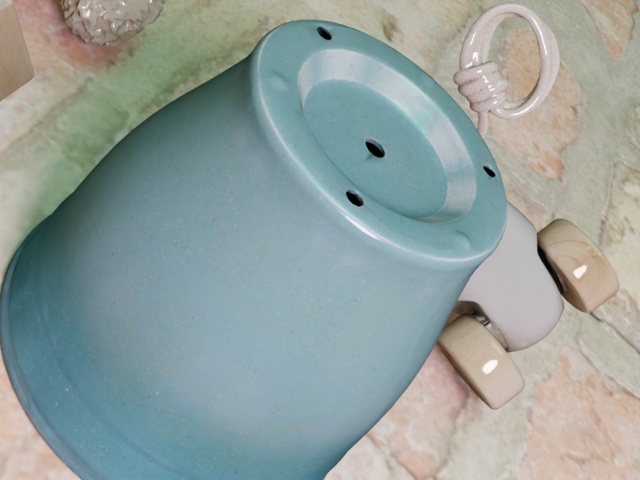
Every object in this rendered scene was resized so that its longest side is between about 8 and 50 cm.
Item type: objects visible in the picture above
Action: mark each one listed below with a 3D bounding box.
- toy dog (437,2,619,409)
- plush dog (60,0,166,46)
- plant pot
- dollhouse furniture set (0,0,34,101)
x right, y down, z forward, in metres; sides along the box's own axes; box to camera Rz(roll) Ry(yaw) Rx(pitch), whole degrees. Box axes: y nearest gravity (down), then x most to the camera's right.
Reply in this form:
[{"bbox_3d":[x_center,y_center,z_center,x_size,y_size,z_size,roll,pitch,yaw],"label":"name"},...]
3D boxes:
[{"bbox_3d":[0.108,-0.026,0.905,0.220,0.161,0.333,-20,100,-11],"label":"toy dog"},{"bbox_3d":[-0.260,-0.274,0.812,0.225,0.210,0.262,-30,74,-24],"label":"plush dog"},{"bbox_3d":[-0.028,0.010,0.676,0.272,0.255,0.271,24,42,-24],"label":"plant pot"},{"bbox_3d":[-0.288,-0.133,0.665,0.151,0.144,0.123,-40,84,-16],"label":"dollhouse furniture set"}]
